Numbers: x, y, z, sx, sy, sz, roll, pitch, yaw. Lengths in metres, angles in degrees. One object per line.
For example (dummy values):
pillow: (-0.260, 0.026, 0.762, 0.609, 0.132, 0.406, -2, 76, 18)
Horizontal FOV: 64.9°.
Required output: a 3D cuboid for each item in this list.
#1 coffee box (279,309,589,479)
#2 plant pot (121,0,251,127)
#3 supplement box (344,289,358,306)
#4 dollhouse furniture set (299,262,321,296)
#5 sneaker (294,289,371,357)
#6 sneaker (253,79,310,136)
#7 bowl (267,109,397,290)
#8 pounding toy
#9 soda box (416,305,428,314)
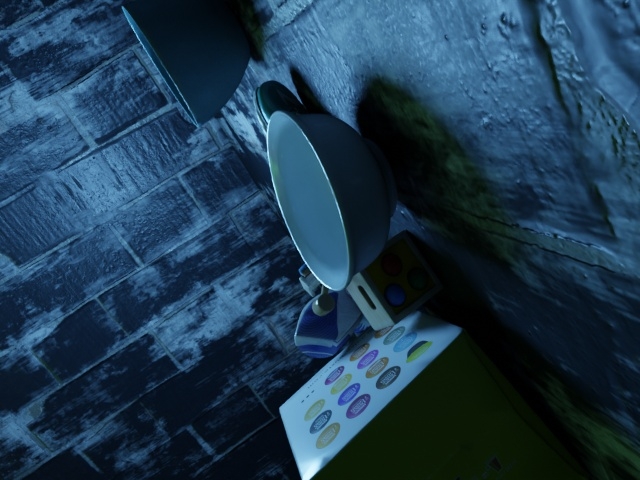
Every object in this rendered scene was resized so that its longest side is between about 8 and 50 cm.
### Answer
coffee box: (0.176, 0.362, 0.916, 0.338, 0.338, 0.334, 49, 173, -7)
plant pot: (-0.275, -0.432, 1.136, 0.290, 0.195, 0.290, 54, 172, 12)
supplement box: (0.094, 0.051, 1.078, 0.239, 0.130, 0.073, 47, 164, 47)
dollhouse furniture set: (-0.007, 0.022, 1.312, 0.129, 0.184, 0.129, 41, 165, 25)
sneaker: (0.065, 0.170, 1.160, 0.128, 0.315, 0.182, 7, 129, 23)
sneaker: (-0.021, -0.206, 0.968, 0.275, 0.107, 0.110, 51, 153, 4)
bowl: (0.030, -0.078, 0.810, 0.297, 0.134, 0.297, 56, 158, 37)
pounding toy: (0.083, 0.068, 0.893, 0.181, 0.206, 0.094, 56, 154, 4)
soda box: (0.185, 0.163, 1.215, 0.071, 0.067, 0.210, 58, 172, -9)
